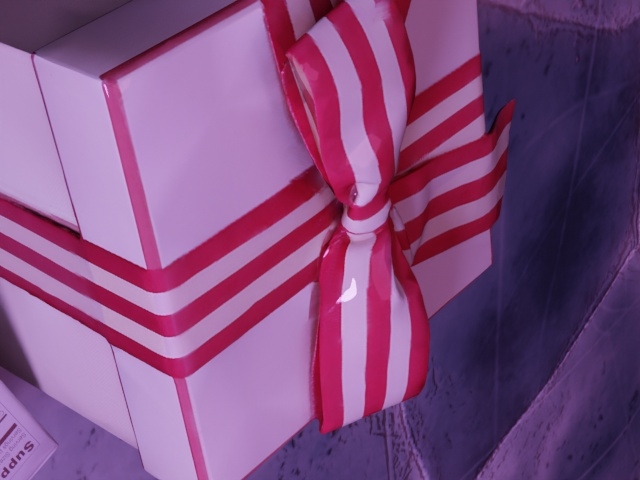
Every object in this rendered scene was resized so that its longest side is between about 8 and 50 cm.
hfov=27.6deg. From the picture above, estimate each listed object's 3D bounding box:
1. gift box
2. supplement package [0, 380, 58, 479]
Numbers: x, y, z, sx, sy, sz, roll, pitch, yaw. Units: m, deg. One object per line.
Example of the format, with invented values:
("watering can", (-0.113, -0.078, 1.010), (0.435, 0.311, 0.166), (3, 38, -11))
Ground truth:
("gift box", (-0.048, -0.067, 0.647), (0.276, 0.258, 0.255), (-40, 136, -30))
("supplement package", (-0.229, 0.071, 0.620), (0.105, 0.105, 0.179), (-51, 140, -21))
